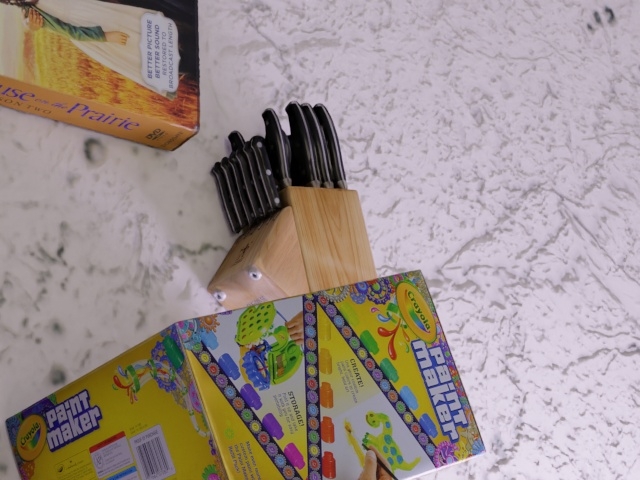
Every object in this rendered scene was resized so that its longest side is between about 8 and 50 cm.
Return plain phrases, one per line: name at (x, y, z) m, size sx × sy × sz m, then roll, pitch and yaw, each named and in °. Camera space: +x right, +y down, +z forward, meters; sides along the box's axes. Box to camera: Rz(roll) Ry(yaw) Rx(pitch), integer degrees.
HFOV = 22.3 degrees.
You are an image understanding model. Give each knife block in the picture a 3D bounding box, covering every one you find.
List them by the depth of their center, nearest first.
knife block at (0.000, 0.000, 1.691) m, size 0.275 × 0.088 × 0.242 m, roll 44°, pitch 50°, yaw -15°

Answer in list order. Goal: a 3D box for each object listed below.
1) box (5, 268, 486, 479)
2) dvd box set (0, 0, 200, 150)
box at (-0.069, 0.172, 1.419) m, size 0.279 × 0.290 × 0.177 m, roll -10°, pitch 77°, yaw -43°
dvd box set at (-0.308, -0.279, 1.581) m, size 0.420 × 0.062 × 0.308 m, roll 15°, pitch 61°, yaw -35°
